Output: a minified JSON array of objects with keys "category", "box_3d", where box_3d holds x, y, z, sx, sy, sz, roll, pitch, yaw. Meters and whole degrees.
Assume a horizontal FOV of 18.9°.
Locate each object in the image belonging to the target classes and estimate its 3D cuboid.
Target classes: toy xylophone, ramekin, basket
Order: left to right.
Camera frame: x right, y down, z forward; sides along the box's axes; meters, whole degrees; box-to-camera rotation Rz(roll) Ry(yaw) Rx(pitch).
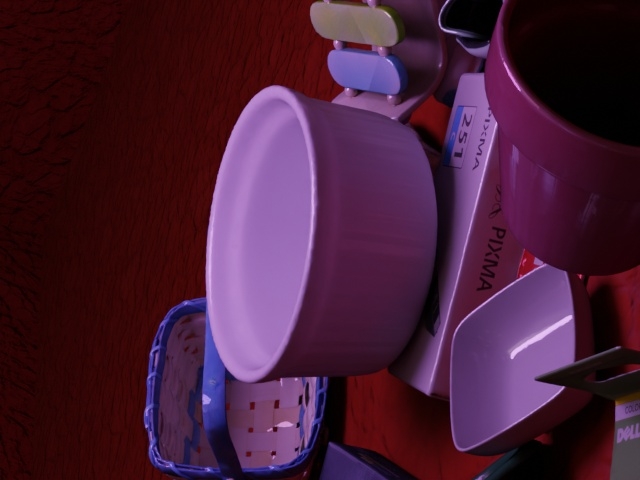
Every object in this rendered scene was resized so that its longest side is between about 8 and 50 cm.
[{"category":"basket","box_3d":[-0.092,0.149,2.093,0.289,0.201,0.255,72,-163,-56]},{"category":"ramekin","box_3d":[0.000,0.000,1.801,0.277,0.135,0.277,-173,90,-67]},{"category":"toy xylophone","box_3d":[0.054,-0.270,1.837,0.236,0.081,0.323,4,116,57]}]

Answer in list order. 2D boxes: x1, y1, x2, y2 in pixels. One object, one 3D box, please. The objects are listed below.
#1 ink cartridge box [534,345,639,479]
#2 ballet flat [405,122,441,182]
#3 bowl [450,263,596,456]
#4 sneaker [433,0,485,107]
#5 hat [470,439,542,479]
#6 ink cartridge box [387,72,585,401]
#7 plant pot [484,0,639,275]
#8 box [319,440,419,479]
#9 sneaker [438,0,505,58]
[{"category":"ink cartridge box","box_3d":[0.235,0.119,1.092,0.109,0.209,0.062,148,134,-67]},{"category":"ballet flat","box_3d":[0.060,-0.079,1.998,0.316,0.106,0.108,-156,80,-73]},{"category":"bowl","box_3d":[0.170,0.101,1.545,0.142,0.053,0.142,-38,36,37]},{"category":"sneaker","box_3d":[0.119,-0.233,1.954,0.087,0.092,0.229,127,150,-50]},{"category":"hat","box_3d":[0.153,0.288,1.545,0.208,0.183,0.173,-31,-9,-47]},{"category":"ink cartridge box","box_3d":[0.157,0.001,1.691,0.261,0.066,0.296,-162,85,-74]},{"category":"plant pot","box_3d":[0.210,-0.078,1.398,0.180,0.201,0.201,99,173,-50]},{"category":"box","box_3d":[0.041,0.305,1.840,0.232,0.059,0.183,-159,84,-73]},{"category":"sneaker","box_3d":[0.168,-0.199,1.664,0.256,0.151,0.094,-141,64,-73]}]
